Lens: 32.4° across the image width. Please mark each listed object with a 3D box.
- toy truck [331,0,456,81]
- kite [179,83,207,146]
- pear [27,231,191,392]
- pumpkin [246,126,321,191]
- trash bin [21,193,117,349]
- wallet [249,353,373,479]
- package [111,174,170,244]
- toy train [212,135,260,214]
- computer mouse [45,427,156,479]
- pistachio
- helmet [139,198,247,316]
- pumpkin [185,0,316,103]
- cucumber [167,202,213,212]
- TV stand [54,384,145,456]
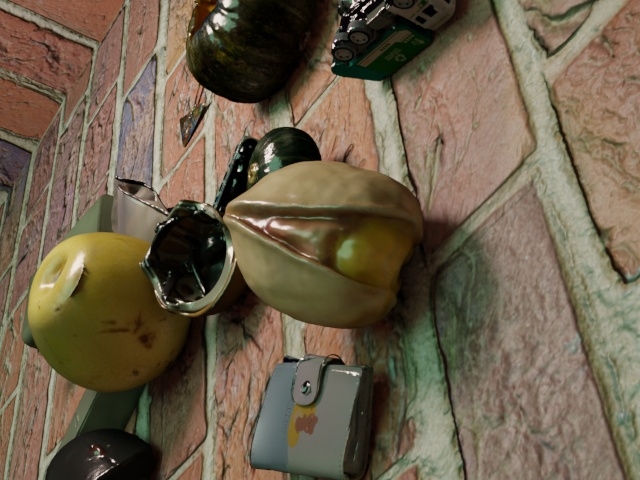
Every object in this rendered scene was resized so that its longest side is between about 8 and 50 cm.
[{"bbox_3d":[0.100,-0.334,1.647,0.253,0.124,0.114,-31,44,49],"label":"toy truck"},{"bbox_3d":[-0.290,-0.284,2.500,0.183,0.010,0.160,-18,57,62],"label":"kite"},{"bbox_3d":[-0.393,0.128,2.035,0.309,0.309,0.309,-44,34,41],"label":"pear"},{"bbox_3d":[-0.054,-0.096,1.754,0.167,0.125,0.167,-34,47,48],"label":"pumpkin"},{"bbox_3d":[-0.535,0.083,2.514,0.343,0.158,0.223,-48,32,35],"label":"trash bin"},{"bbox_3d":[-0.004,0.236,1.465,0.231,0.069,0.170,-6,69,55],"label":"wallet"},{"bbox_3d":[-0.349,0.001,2.230,0.251,0.062,0.204,37,130,39],"label":"package"},{"bbox_3d":[-0.166,-0.098,2.068,0.208,0.043,0.047,-69,21,-2],"label":"toy train"},{"bbox_3d":[-0.418,0.409,2.016,0.170,0.100,0.269,-37,14,-28],"label":"computer mouse"},{"bbox_3d":[0.000,0.000,1.458,0.308,0.229,0.230,14,82,55],"label":"pistachio"},{"bbox_3d":[-0.195,0.039,1.912,0.224,0.130,0.198,40,105,35],"label":"helmet"},{"bbox_3d":[-0.134,-0.422,2.093,0.320,0.192,0.321,-41,36,40],"label":"pumpkin"},{"bbox_3d":[-0.289,-0.036,2.225,0.300,0.072,0.072,-3,67,62],"label":"cucumber"},{"bbox_3d":[-0.450,0.373,2.198,0.270,0.088,0.083,-63,26,9],"label":"TV stand"}]
